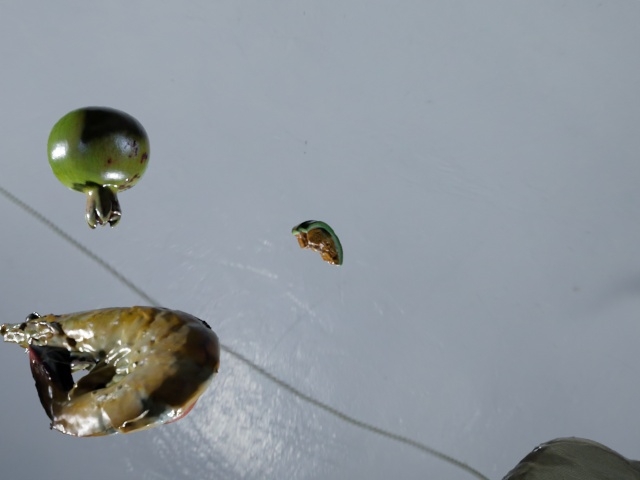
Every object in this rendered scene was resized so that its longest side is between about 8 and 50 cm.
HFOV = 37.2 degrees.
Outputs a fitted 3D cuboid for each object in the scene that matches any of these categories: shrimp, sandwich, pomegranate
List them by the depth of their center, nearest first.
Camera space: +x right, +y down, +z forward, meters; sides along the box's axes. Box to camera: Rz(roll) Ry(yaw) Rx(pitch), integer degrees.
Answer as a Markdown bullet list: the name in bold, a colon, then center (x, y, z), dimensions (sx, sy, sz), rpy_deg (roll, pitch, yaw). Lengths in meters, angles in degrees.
- **shrimp**: center (-0.219, 0.119, 0.887), dimensions (0.287, 0.152, 0.063), rpy_deg (1, 132, 32)
- **pomegranate**: center (-0.396, -0.136, 1.658), dimensions (0.179, 0.179, 0.210), rpy_deg (23, 65, -3)
- **sandwich**: center (-0.001, -0.002, 1.838), dimensions (0.135, 0.029, 0.067), rpy_deg (34, 63, -40)

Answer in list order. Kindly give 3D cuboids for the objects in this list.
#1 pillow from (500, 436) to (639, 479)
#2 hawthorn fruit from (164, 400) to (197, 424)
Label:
- **pillow**: center (0.171, 0.176, 0.425), dimensions (0.233, 0.038, 0.130), rpy_deg (26, 64, 32)
- **hawthorn fruit**: center (-0.210, 0.214, 1.320), dimensions (0.081, 0.081, 0.093), rpy_deg (22, 106, -3)
